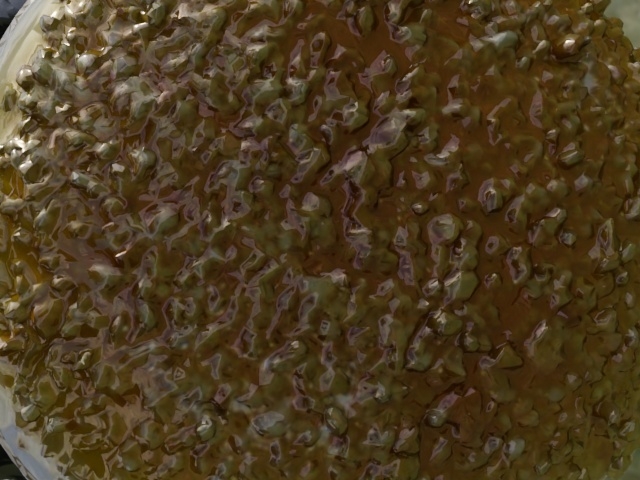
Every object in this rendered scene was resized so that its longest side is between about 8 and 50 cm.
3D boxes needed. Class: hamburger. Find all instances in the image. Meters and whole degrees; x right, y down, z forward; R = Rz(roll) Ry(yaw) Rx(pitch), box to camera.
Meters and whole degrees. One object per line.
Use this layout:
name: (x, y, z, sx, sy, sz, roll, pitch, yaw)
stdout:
hamburger: (0.000, 0.000, 0.668, 0.170, 0.302, 0.302, 126, 165, -84)

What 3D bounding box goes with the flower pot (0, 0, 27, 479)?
flower pot: (-0.112, 0.100, 0.807, 0.251, 0.379, 0.379, 125, 167, -56)
